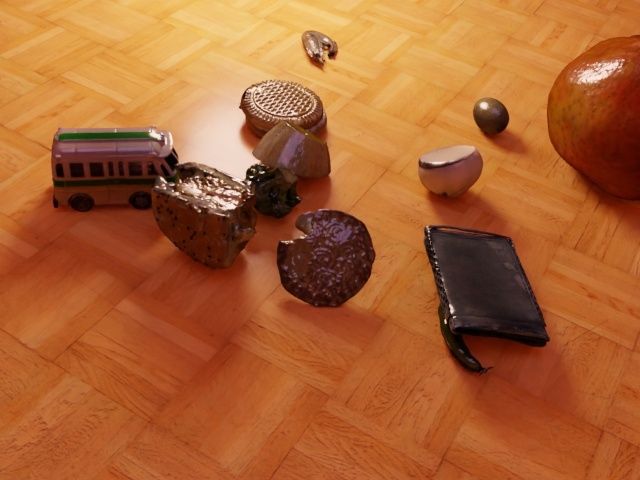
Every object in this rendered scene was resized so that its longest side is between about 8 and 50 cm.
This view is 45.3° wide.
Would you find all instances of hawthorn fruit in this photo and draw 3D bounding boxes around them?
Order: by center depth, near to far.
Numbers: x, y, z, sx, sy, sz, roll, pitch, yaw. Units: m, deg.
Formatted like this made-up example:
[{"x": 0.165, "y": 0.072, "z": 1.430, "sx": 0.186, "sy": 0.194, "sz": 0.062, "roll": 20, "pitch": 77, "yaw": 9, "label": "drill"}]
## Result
[{"x": 0.854, "y": -0.359, "z": 2.092, "sx": 0.471, "sy": 0.472, "sz": 0.472, "roll": 5, "pitch": 42, "yaw": -4, "label": "hawthorn fruit"}]

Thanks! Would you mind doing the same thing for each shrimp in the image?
[{"x": 0.005, "y": -0.638, "z": 2.538, "sx": 0.126, "sy": 0.047, "sz": 0.223, "roll": 5, "pitch": 40, "yaw": -18, "label": "shrimp"}]

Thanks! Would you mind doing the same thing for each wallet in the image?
[{"x": 0.366, "y": 0.102, "z": 1.752, "sx": 0.237, "sy": 0.075, "sz": 0.342, "roll": 10, "pitch": 39, "yaw": -13, "label": "wallet"}]

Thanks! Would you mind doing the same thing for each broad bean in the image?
[{"x": 0.299, "y": 0.205, "z": 1.669, "sx": 0.069, "sy": 0.039, "sz": 0.227, "roll": -12, "pitch": 47, "yaw": -12, "label": "broad bean"}]

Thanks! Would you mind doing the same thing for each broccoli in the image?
[{"x": -0.119, "y": -0.124, "z": 1.900, "sx": 0.162, "sy": 0.138, "sz": 0.146, "roll": 36, "pitch": 41, "yaw": -26, "label": "broccoli"}]

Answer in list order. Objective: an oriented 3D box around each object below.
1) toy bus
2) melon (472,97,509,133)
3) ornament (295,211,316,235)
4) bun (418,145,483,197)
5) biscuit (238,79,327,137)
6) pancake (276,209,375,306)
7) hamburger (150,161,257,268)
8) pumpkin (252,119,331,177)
[{"x": -0.493, "y": -0.184, "z": 1.860, "sx": 0.305, "sy": 0.179, "sz": 0.143, "roll": -2, "pitch": 43, "yaw": -11, "label": "toy bus"}, {"x": 0.508, "y": -0.373, "z": 2.288, "sx": 0.098, "sy": 0.098, "sz": 0.131, "roll": -11, "pitch": 42, "yaw": -20, "label": "melon"}, {"x": 0.000, "y": 0.000, "z": 1.815, "sx": 0.074, "sy": 0.081, "sz": 0.156, "roll": 9, "pitch": 33, "yaw": -30, "label": "ornament"}, {"x": 0.348, "y": -0.176, "z": 2.029, "sx": 0.172, "sy": 0.120, "sz": 0.173, "roll": -15, "pitch": 19, "yaw": 5, "label": "bun"}, {"x": -0.105, "y": -0.372, "z": 2.200, "sx": 0.259, "sy": 0.079, "sz": 0.259, "roll": 4, "pitch": 43, "yaw": -4, "label": "biscuit"}, {"x": 0.014, "y": 0.041, "z": 1.732, "sx": 0.235, "sy": 0.029, "sz": 0.212, "roll": -32, "pitch": 83, "yaw": -9, "label": "pancake"}, {"x": -0.259, "y": -0.051, "z": 1.761, "sx": 0.288, "sy": 0.192, "sz": 0.167, "roll": 21, "pitch": 33, "yaw": 31, "label": "hamburger"}, {"x": -0.064, "y": -0.249, "z": 2.020, "sx": 0.217, "sy": 0.110, "sz": 0.217, "roll": 15, "pitch": 15, "yaw": -4, "label": "pumpkin"}]
